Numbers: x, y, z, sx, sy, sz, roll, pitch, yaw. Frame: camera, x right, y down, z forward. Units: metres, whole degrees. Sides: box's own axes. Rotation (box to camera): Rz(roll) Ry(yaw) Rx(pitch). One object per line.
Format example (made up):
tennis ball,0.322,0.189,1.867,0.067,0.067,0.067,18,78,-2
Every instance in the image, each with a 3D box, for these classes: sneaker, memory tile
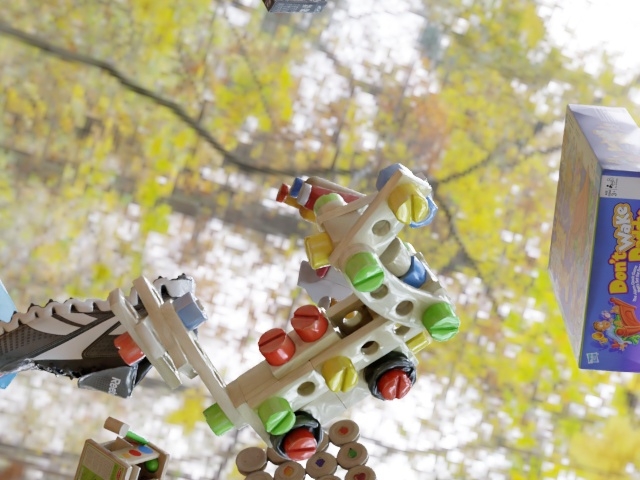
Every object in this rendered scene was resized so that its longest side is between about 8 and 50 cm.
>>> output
sneaker,-0.223,0.108,1.384,0.078,0.234,0.106,106,-32,-67
memory tile,-0.017,0.255,1.589,0.113,0.148,0.012,-110,-177,-50

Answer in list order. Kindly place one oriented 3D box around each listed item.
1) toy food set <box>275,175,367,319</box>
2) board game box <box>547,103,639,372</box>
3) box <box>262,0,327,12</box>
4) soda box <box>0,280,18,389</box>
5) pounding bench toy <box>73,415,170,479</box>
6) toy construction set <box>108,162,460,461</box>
toy food set,0.000,0.000,1.633,0.232,0.105,0.111,-81,-165,-50
board game box,0.340,-0.014,1.715,0.347,0.078,0.233,-80,173,-73
box,-0.041,-0.311,1.759,0.018,0.083,0.067,-51,-123,42
soda box,-0.388,0.063,1.543,0.067,0.071,0.210,-50,-128,17
pounding bench toy,-0.167,0.189,1.242,0.052,0.065,0.083,27,-72,29
toy construction set,-0.020,0.071,1.266,0.328,0.215,0.151,-23,-138,14
